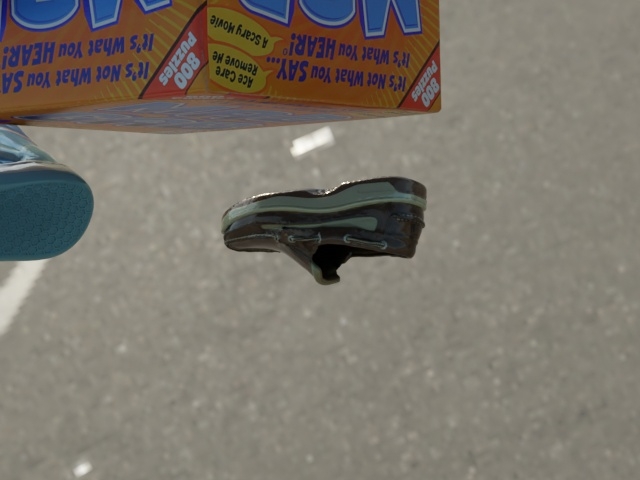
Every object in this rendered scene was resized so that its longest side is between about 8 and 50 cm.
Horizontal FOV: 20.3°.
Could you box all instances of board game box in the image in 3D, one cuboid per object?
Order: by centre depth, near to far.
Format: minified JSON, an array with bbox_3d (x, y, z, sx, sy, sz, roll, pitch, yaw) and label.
[{"bbox_3d":[-0.131,-0.294,1.703,0.356,0.356,0.356,-1,0,37],"label":"board game box"}]

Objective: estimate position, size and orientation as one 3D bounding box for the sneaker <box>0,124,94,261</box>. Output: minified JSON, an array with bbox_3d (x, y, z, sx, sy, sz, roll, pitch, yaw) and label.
[{"bbox_3d":[-0.406,-0.067,1.768,0.319,0.127,0.208,6,26,-42],"label":"sneaker"}]

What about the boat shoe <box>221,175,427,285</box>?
[{"bbox_3d":[-0.005,-0.002,1.857,0.257,0.095,0.095,-11,-18,41],"label":"boat shoe"}]
